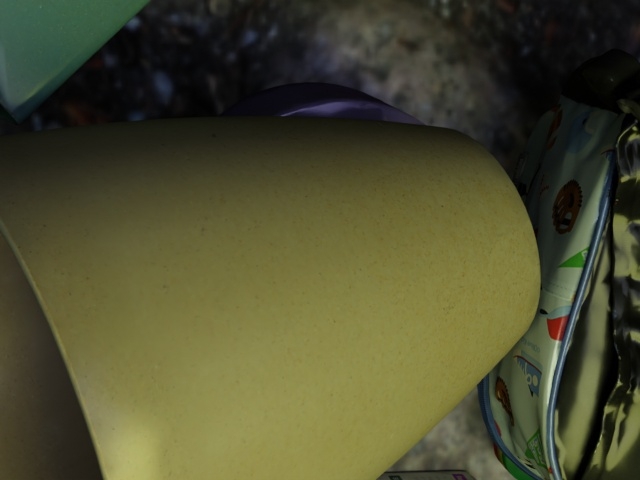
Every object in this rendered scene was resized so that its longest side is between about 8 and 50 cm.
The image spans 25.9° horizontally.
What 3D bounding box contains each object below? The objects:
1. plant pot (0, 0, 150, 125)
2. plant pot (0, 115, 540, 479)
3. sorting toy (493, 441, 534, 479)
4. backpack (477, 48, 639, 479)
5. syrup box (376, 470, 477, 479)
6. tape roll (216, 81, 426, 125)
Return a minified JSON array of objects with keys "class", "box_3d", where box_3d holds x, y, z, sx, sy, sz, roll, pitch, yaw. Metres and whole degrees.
[{"class":"plant pot","box_3d":[-0.136,-0.203,0.734,0.234,0.166,0.165,-42,111,-10]},{"class":"plant pot","box_3d":[-0.033,0.039,0.714,0.274,0.256,0.256,-20,109,-27]},{"class":"sorting toy","box_3d":[0.178,0.022,0.934,0.132,0.046,0.274,37,93,-20]},{"class":"backpack","box_3d":[0.213,0.045,0.814,0.276,0.213,0.263,17,90,-15]},{"class":"syrup box","box_3d":[0.002,0.213,0.910,0.237,0.096,0.093,2,103,-14]},{"class":"tape roll","box_3d":[0.000,0.000,0.863,0.189,0.080,0.189,-4,104,-15]}]
